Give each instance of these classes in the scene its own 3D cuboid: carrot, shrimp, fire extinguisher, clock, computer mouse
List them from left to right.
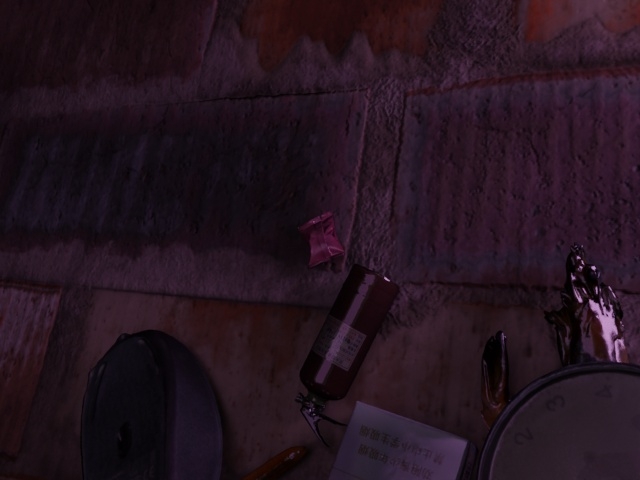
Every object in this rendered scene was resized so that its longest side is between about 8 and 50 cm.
[{"bbox_3d":[-0.238,0.296,0.951,0.203,0.114,0.374,-32,46,16],"label":"computer mouse"},{"bbox_3d":[-0.092,0.327,0.914,0.190,0.037,0.037,-39,60,8],"label":"carrot"},{"bbox_3d":[0.036,0.152,0.895,0.099,0.071,0.231,23,84,22],"label":"fire extinguisher"},{"bbox_3d":[0.269,0.151,0.790,0.178,0.075,0.290,-12,80,25],"label":"shrimp"},{"bbox_3d":[0.284,0.256,0.661,0.280,0.055,0.281,-14,64,31],"label":"clock"}]

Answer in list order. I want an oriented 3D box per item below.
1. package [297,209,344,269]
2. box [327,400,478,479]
[{"bbox_3d":[0.000,0.000,0.990,0.059,0.029,0.083,-25,55,13],"label":"package"},{"bbox_3d":[0.074,0.331,0.798,0.155,0.067,0.243,13,71,31],"label":"box"}]
